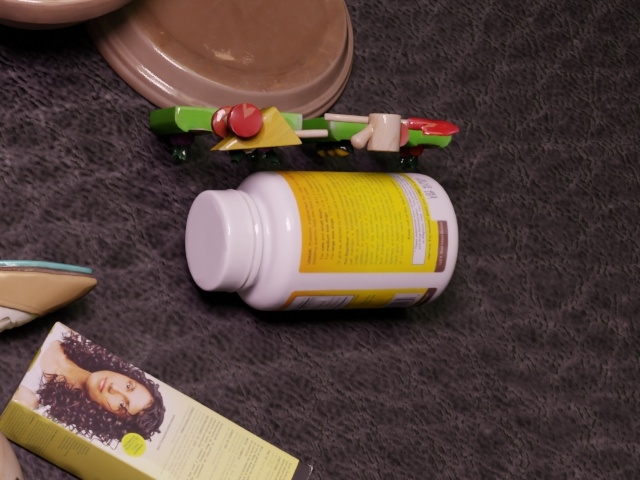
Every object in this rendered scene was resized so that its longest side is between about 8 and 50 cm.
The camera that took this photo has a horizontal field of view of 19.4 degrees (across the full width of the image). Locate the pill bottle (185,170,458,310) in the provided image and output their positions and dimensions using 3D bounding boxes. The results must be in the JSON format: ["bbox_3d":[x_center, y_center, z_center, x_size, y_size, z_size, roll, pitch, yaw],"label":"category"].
[{"bbox_3d":[0.000,0.000,1.579,0.215,0.117,0.117,0,58,-29],"label":"pill bottle"}]

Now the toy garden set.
[{"bbox_3d":[-0.005,-0.082,1.582,0.244,0.204,0.049,3,91,-17],"label":"toy garden set"}]

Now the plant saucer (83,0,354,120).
[{"bbox_3d":[-0.090,-0.220,1.737,0.278,0.041,0.278,14,53,-19],"label":"plant saucer"}]

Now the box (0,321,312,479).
[{"bbox_3d":[-0.127,0.161,1.438,0.232,0.058,0.087,30,49,-8],"label":"box"}]

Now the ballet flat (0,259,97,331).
[{"bbox_3d":[-0.288,0.043,1.437,0.232,0.080,0.073,8,83,-21],"label":"ballet flat"}]

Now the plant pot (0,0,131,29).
[{"bbox_3d":[-0.250,-0.262,1.619,0.237,0.110,0.237,8,55,-12],"label":"plant pot"}]

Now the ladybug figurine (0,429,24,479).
[{"bbox_3d":[-0.373,0.216,1.196,0.449,0.162,0.305,-30,76,-39],"label":"ladybug figurine"}]
